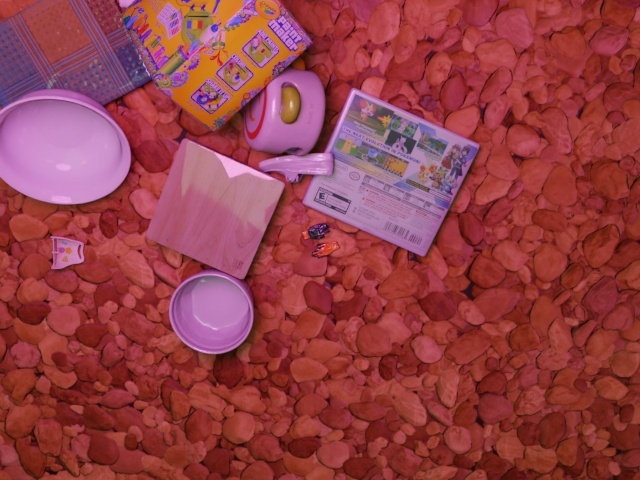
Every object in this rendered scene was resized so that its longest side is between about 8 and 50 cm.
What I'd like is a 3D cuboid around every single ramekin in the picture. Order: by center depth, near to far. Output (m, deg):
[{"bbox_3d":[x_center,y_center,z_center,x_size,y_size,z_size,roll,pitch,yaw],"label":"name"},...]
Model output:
[{"bbox_3d":[-0.260,0.166,1.511,0.207,0.109,0.207,1,103,3],"label":"ramekin"}]

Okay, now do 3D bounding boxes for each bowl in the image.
[{"bbox_3d":[-0.586,-0.234,1.387,0.298,0.134,0.297,-8,137,-8],"label":"bowl"}]

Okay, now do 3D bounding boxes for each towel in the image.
[{"bbox_3d":[-0.604,-0.418,1.418,0.370,0.040,0.271,-24,101,8],"label":"towel"}]

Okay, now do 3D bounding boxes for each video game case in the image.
[{"bbox_3d":[0.164,-0.158,1.452,0.329,0.036,0.300,24,104,-2],"label":"video game case"}]

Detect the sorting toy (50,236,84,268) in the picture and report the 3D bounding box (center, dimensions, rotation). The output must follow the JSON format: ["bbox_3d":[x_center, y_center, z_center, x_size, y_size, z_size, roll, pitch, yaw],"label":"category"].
[{"bbox_3d":[-0.633,0.028,1.531,0.075,0.045,0.083,4,103,-6],"label":"sorting toy"}]

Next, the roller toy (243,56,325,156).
[{"bbox_3d":[-0.077,-0.287,1.344,0.146,0.209,0.191,3,136,-26],"label":"roller toy"}]

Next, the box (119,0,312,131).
[{"bbox_3d":[-0.221,-0.437,1.252,0.279,0.290,0.177,-39,144,11],"label":"box"}]

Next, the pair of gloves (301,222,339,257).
[{"bbox_3d":[0.000,0.000,1.510,0.074,0.010,0.083,-24,99,9],"label":"pair of gloves"}]

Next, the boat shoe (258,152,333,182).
[{"bbox_3d":[-0.057,-0.168,1.432,0.184,0.066,0.063,-4,94,11],"label":"boat shoe"}]

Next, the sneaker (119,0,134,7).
[{"bbox_3d":[-0.407,-0.593,1.367,0.061,0.053,0.152,15,112,-6],"label":"sneaker"}]

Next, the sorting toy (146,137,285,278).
[{"bbox_3d":[-0.246,-0.080,1.461,0.255,0.089,0.257,24,104,-3],"label":"sorting toy"}]
